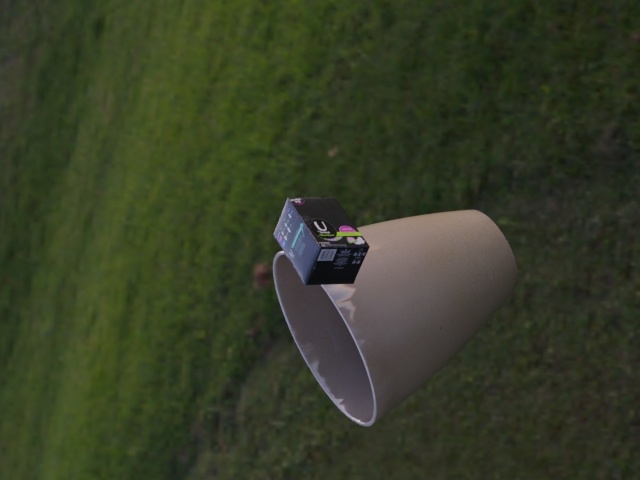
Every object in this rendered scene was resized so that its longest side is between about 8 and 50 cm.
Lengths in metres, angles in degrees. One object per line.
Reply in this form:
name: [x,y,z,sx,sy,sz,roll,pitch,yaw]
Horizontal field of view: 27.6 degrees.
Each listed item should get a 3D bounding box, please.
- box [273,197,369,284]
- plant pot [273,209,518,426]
box: [0.000,0.000,1.334,0.083,0.062,0.052,56,135,42]
plant pot: [0.117,0.070,1.744,0.256,0.274,0.256,52,159,29]
